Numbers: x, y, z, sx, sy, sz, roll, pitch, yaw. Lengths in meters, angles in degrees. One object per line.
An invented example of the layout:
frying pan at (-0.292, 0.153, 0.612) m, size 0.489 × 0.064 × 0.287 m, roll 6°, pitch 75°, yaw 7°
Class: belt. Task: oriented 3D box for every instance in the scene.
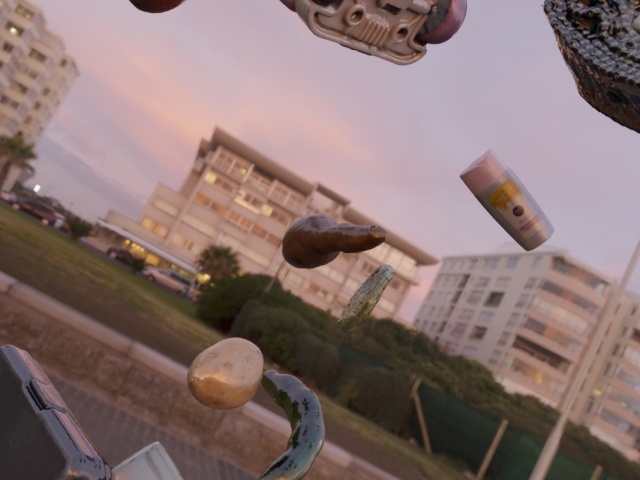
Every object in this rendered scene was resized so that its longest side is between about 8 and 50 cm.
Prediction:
belt at (0.408, -0.235, 0.858) m, size 0.295 × 0.207 × 0.160 m, roll 28°, pitch -2°, yaw 40°

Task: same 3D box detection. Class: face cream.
face cream at (0.354, -0.074, 1.366) m, size 0.198 × 0.084 × 0.057 m, roll 48°, pitch 11°, yaw -5°

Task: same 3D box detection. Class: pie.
pie at (0.102, 0.128, 1.599) m, size 0.041 × 0.187 × 0.187 m, roll 37°, pitch -9°, yaw -2°

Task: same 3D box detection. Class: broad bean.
broad bean at (-0.061, 0.303, 1.166) m, size 0.144 × 0.292 × 0.049 m, roll 0°, pitch -60°, yaw 12°

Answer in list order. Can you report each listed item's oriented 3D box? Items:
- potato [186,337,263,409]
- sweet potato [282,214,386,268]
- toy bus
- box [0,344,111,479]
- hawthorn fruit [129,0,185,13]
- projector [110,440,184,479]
potato at (-0.150, 0.213, 1.165) m, size 0.112 × 0.112 × 0.147 m, roll 25°, pitch 32°, yaw 19°
sweet potato at (0.000, -0.001, 0.982) m, size 0.074 × 0.075 × 0.269 m, roll 31°, pitch -19°, yaw -20°
toy bus at (0.054, -0.248, 0.520) m, size 0.141 × 0.202 × 0.142 m, roll 8°, pitch 39°, yaw -40°
box at (-0.287, 0.202, 0.641) m, size 0.230 × 0.160 × 0.050 m, roll 29°, pitch -17°, yaw 48°
hawthorn fruit at (-0.254, -0.519, 1.213) m, size 0.210 × 0.262 × 0.210 m, roll 48°, pitch 7°, yaw -8°
projector at (-0.107, 0.357, 0.676) m, size 0.338 × 0.108 × 0.108 m, roll 55°, pitch -5°, yaw 8°
